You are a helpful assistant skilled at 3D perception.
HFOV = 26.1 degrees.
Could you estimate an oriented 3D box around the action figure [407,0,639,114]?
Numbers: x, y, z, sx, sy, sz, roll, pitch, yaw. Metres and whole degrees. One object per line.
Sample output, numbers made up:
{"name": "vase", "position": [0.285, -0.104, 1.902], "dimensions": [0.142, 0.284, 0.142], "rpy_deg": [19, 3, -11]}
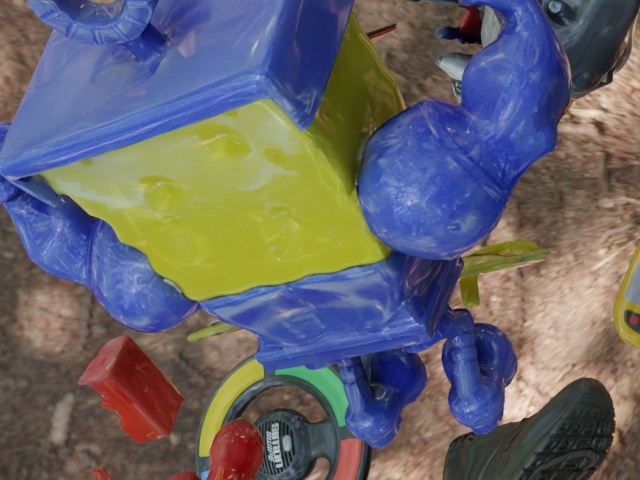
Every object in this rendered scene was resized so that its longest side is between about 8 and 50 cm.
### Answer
{"name": "action figure", "position": [0.157, -0.206, 0.997], "dimensions": [0.330, 0.341, 0.178], "rpy_deg": [111, 145, -42]}

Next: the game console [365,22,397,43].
{"name": "game console", "position": [-0.027, -0.176, 1.201], "dimensions": [0.124, 0.144, 0.085], "rpy_deg": [38, 123, 16]}

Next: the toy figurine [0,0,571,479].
{"name": "toy figurine", "position": [0.000, 0.000, 0.396], "dimensions": [0.362, 0.191, 0.217], "rpy_deg": [-13, 128, 36]}

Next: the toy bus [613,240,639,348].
{"name": "toy bus", "position": [0.303, 0.007, 1.055], "dimensions": [0.108, 0.332, 0.130], "rpy_deg": [22, 101, 13]}

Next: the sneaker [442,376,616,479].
{"name": "sneaker", "position": [0.195, 0.237, 1.459], "dimensions": [0.286, 0.109, 0.130], "rpy_deg": [-53, 43, 25]}

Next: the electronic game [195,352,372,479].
{"name": "electronic game", "position": [-0.044, 0.232, 1.541], "dimensions": [0.229, 0.048, 0.229], "rpy_deg": [-9, 73, 30]}
